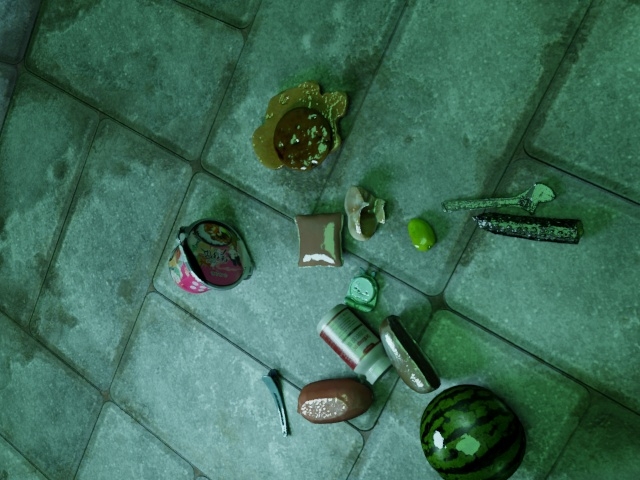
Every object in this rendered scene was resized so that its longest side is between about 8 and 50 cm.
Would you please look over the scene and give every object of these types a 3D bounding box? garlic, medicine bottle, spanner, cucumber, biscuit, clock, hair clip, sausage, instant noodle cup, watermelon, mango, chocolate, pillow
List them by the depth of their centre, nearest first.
[{"bbox_3d":[0.418,0.543,1.727,0.285,0.285,0.285,1,92,25],"label":"watermelon"},{"bbox_3d":[0.575,-0.039,1.744,0.300,0.072,0.072,8,95,25],"label":"cucumber"},{"bbox_3d":[0.507,-0.112,1.797,0.325,0.026,0.093,-3,90,26],"label":"spanner"},{"bbox_3d":[0.251,0.348,1.859,0.080,0.157,0.254,-39,75,17],"label":"chocolate"},{"bbox_3d":[0.303,-0.019,1.879,0.073,0.056,0.108,-36,74,16],"label":"mango"},{"bbox_3d":[0.129,-0.085,1.941,0.124,0.099,0.174,2,94,40],"label":"garlic"},{"bbox_3d":[0.111,0.321,1.941,0.250,0.131,0.131,44,109,18],"label":"medicine bottle"},{"bbox_3d":[0.135,0.152,1.973,0.101,0.041,0.135,18,99,24],"label":"clock"},{"bbox_3d":[0.036,0.510,1.984,0.254,0.148,0.148,-17,85,27],"label":"sausage"},{"bbox_3d":[-0.061,-0.326,1.996,0.212,0.036,0.212,1,92,26],"label":"biscuit"},{"bbox_3d":[0.000,0.000,2.012,0.171,0.075,0.179,-2,91,26],"label":"pillow"},{"bbox_3d":[-0.064,-0.374,2.041,0.376,0.051,0.269,-27,82,24],"label":"biscuit"},{"bbox_3d":[-0.141,0.556,2.118,0.039,0.070,0.229,-17,92,21],"label":"hair clip"},{"bbox_3d":[-0.400,0.074,2.126,0.302,0.258,0.181,39,135,-24],"label":"instant noodle cup"}]
